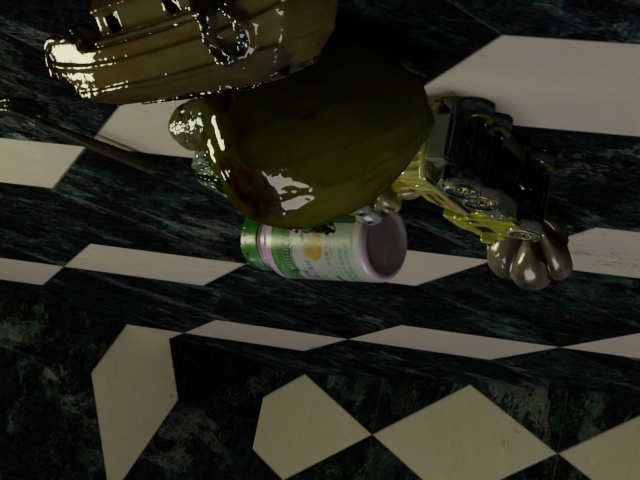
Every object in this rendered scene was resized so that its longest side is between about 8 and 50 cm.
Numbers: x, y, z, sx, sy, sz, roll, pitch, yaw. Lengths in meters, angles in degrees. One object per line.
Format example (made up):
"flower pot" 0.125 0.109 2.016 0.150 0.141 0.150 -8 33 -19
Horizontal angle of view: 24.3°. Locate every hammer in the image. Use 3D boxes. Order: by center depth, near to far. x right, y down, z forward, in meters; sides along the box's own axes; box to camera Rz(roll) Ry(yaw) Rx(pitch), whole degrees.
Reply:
"hammer" -0.378 -0.161 2.343 0.297 0.027 0.125 23 168 -40

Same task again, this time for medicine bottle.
"medicine bottle" 0.000 0.000 2.468 0.274 0.134 0.133 2 164 40

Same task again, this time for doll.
"doll" 0.081 -0.078 2.155 0.145 0.096 0.188 12 160 -38

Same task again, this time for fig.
"fig" -0.002 -0.135 1.706 0.271 0.240 0.239 -12 171 -10

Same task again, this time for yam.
"yam" -0.133 -0.164 2.006 0.078 0.078 0.179 20 164 -33

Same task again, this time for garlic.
"garlic" 0.317 -0.006 2.219 0.131 0.127 0.194 12 148 14

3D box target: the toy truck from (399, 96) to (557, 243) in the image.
"toy truck" 0.187 -0.087 1.932 0.157 0.124 0.272 2 164 34

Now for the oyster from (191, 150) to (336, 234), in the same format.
"oyster" -0.082 -0.090 2.119 0.267 0.112 0.198 25 175 14

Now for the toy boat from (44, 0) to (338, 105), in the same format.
"toy boat" -0.134 -0.238 1.574 0.136 0.162 0.445 -27 -164 -36
